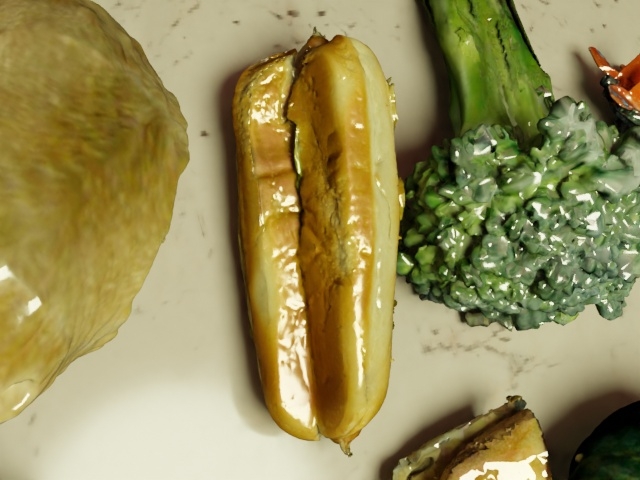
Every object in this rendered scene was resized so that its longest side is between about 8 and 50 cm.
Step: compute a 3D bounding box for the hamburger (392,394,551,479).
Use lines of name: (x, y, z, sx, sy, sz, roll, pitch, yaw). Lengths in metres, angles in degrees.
hamburger: (0.086, 0.187, 0.540, 0.102, 0.087, 0.176, -1, 82, -1)

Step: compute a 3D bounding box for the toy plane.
toy plane: (0.273, -0.072, 0.662, 0.189, 0.061, 0.130, 42, 28, -25)

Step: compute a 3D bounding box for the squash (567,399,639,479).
squash: (0.240, 0.201, 0.537, 0.218, 0.172, 0.218, 3, 81, -19)

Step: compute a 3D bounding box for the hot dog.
hot dog: (0.000, 0.000, 0.532, 0.072, 0.109, 0.269, 2, 84, -57)

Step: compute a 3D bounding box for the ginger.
ginger: (-0.179, -0.034, 0.425, 0.221, 0.130, 0.276, 16, 52, -41)

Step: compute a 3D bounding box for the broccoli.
broccoli: (0.155, -0.073, 0.587, 0.198, 0.177, 0.275, 17, 59, -15)
